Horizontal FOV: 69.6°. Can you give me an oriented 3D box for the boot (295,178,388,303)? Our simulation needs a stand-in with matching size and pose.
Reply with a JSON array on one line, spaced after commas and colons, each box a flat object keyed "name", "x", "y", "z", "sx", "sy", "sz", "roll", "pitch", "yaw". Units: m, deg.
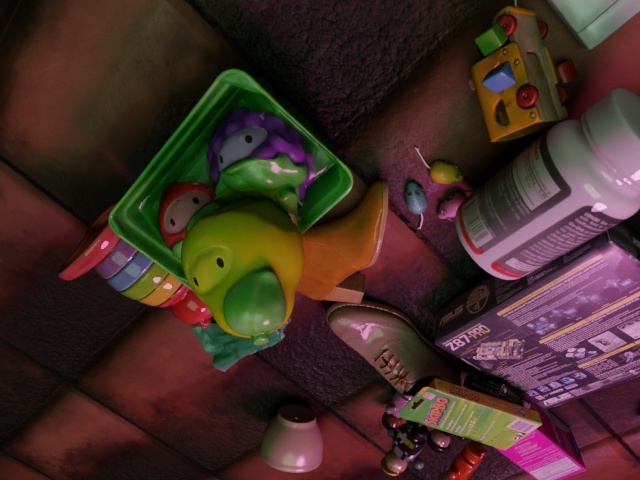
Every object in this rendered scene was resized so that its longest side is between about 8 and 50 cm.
[{"name": "boot", "x": 0.000, "y": 0.000, "z": 0.859, "sx": 0.211, "sy": 0.104, "sz": 0.295, "roll": 12, "pitch": 127, "yaw": -1}]

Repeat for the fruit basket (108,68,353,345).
[{"name": "fruit basket", "x": -0.140, "y": -0.034, "z": 0.704, "sx": 0.283, "sy": 0.392, "sz": 0.392, "roll": 41, "pitch": 118, "yaw": -17}]

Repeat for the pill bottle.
[{"name": "pill bottle", "x": 0.350, "y": -0.071, "z": 0.674, "sx": 0.161, "sy": 0.161, "sz": 0.283, "roll": 30, "pitch": 140, "yaw": -11}]

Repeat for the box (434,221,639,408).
[{"name": "box", "x": 0.460, "y": 0.155, "z": 0.851, "sx": 0.318, "sy": 0.097, "sz": 0.395, "roll": 29, "pitch": 135, "yaw": -13}]

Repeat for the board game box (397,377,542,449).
[{"name": "board game box", "x": 0.297, "y": 0.353, "z": 0.932, "sx": 0.259, "sy": 0.039, "sz": 0.124, "roll": 18, "pitch": 129, "yaw": -11}]

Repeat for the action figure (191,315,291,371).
[{"name": "action figure", "x": -0.162, "y": 0.209, "z": 1.034, "sx": 0.232, "sy": 0.063, "sz": 0.137, "roll": -22, "pitch": 114, "yaw": 24}]

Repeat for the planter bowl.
[{"name": "planter bowl", "x": -0.065, "y": 0.481, "z": 1.149, "sx": 0.162, "sy": 0.162, "sz": 0.109, "roll": 10, "pitch": 96, "yaw": 2}]

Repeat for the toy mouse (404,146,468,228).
[{"name": "toy mouse", "x": 0.209, "y": -0.070, "z": 0.829, "sx": 0.161, "sy": 0.031, "sz": 0.143, "roll": 22, "pitch": 122, "yaw": -7}]

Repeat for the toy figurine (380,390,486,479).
[{"name": "toy figurine", "x": 0.240, "y": 0.445, "z": 1.038, "sx": 0.209, "sy": 0.213, "sz": 0.148, "roll": 21, "pitch": 111, "yaw": -6}]

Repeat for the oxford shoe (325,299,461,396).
[{"name": "oxford shoe", "x": 0.164, "y": 0.242, "z": 0.970, "sx": 0.348, "sy": 0.130, "sz": 0.123, "roll": 29, "pitch": 121, "yaw": -10}]

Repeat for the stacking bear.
[{"name": "stacking bear", "x": -0.322, "y": 0.064, "z": 0.919, "sx": 0.164, "sy": 0.175, "sz": 0.289, "roll": -29, "pitch": 123, "yaw": 31}]

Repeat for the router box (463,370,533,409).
[{"name": "router box", "x": 0.381, "y": 0.330, "z": 0.988, "sx": 0.122, "sy": 0.092, "sz": 0.038, "roll": 35, "pitch": 77, "yaw": -28}]

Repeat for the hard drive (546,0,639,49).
[{"name": "hard drive", "x": 0.334, "y": -0.454, "z": 0.564, "sx": 0.353, "sy": 0.047, "sz": 0.233, "roll": 41, "pitch": 118, "yaw": -16}]

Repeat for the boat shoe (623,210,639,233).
[{"name": "boat shoe", "x": 0.563, "y": -0.018, "z": 0.793, "sx": 0.189, "sy": 0.068, "sz": 0.072, "roll": -18, "pitch": 159, "yaw": 14}]

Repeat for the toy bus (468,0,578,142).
[{"name": "toy bus", "x": 0.271, "y": -0.243, "z": 0.667, "sx": 0.191, "sy": 0.202, "sz": 0.104, "roll": 37, "pitch": 150, "yaw": -23}]

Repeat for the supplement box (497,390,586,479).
[{"name": "supplement box", "x": 0.488, "y": 0.452, "z": 1.069, "sx": 0.220, "sy": 0.111, "sz": 0.114, "roll": 40, "pitch": 119, "yaw": -17}]
